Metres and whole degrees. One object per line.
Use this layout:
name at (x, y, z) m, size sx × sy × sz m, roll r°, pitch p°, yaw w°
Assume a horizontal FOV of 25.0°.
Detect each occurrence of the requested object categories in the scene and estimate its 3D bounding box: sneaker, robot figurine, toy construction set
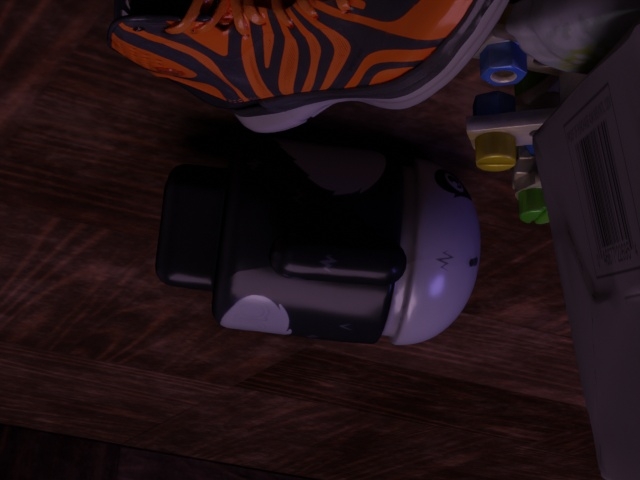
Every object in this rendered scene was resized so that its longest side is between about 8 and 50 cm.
sneaker at (-0.029, -0.155, 0.917) m, size 0.180 × 0.124 × 0.321 m, roll 18°, pitch 156°, yaw -33°
robot figurine at (0.000, -0.003, 1.254) m, size 0.278 × 0.209 × 0.173 m, roll 7°, pitch 137°, yaw -4°
toy construction set at (0.268, -0.076, 1.053) m, size 0.328 × 0.151 × 0.215 m, roll 13°, pitch 160°, yaw 9°

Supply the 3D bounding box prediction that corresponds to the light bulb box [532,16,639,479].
light bulb box at (0.322, -0.003, 0.711) m, size 0.361 × 0.225 × 0.358 m, roll -11°, pitch 176°, yaw 0°

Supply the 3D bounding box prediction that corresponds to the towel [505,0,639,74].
towel at (0.320, -0.158, 0.725) m, size 0.374 × 0.090 × 0.320 m, roll -12°, pitch 178°, yaw 38°
